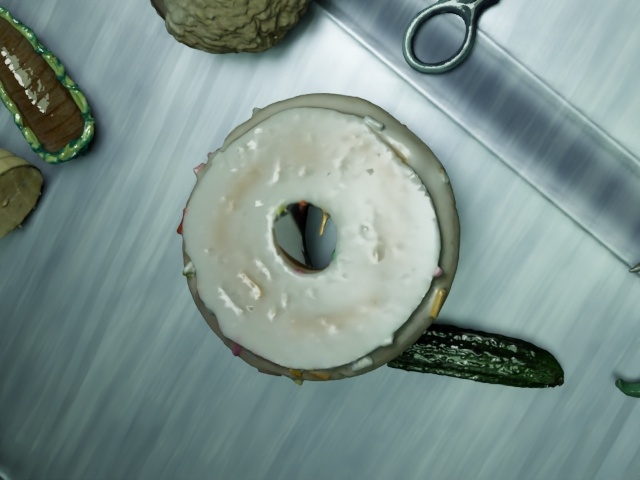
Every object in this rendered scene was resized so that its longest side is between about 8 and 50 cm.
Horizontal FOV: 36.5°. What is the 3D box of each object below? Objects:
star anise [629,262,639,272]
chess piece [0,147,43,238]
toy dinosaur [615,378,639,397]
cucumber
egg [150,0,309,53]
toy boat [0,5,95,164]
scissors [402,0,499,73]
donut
[{"bbox_3d":[0.497,0.003,1.253,0.181,0.061,0.204,7,97,10],"label":"star anise"},{"bbox_3d":[-0.554,-0.131,1.413,0.301,0.137,0.137,36,101,18],"label":"chess piece"},{"bbox_3d":[0.545,0.205,1.261,0.292,0.079,0.120,-15,88,21],"label":"toy dinosaur"},{"bbox_3d":[0.199,0.153,1.318,0.265,0.077,0.077,7,97,9],"label":"cucumber"},{"bbox_3d":[-0.118,-0.393,1.227,0.279,0.279,0.310,4,125,10],"label":"egg"},{"bbox_3d":[-0.423,-0.240,1.380,0.108,0.099,0.293,-35,97,12],"label":"toy boat"},{"bbox_3d":[0.281,-0.374,1.268,0.384,0.029,0.256,-9,94,13],"label":"scissors"},{"bbox_3d":[0.000,0.000,1.277,0.383,0.142,0.382,-2,82,16],"label":"donut"}]
